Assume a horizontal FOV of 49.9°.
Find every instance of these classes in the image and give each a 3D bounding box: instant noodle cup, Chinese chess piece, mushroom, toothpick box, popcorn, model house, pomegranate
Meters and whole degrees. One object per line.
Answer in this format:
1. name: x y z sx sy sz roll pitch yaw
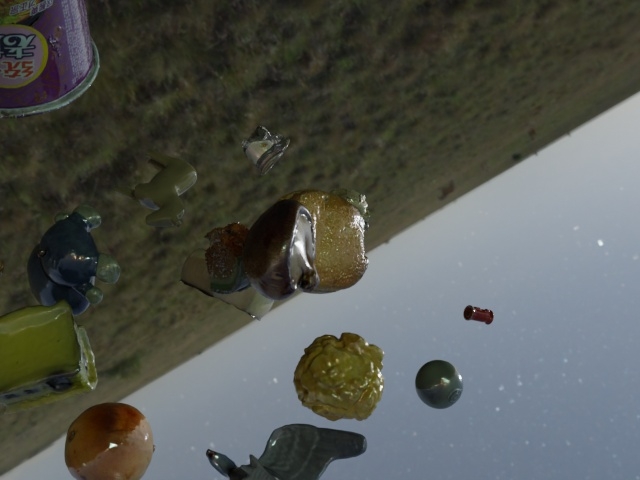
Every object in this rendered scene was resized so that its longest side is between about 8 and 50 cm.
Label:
1. instant noodle cup: -0.534 -0.404 1.117 0.340 0.340 0.266 -28 158 -33
2. Chinese chess piece: -0.243 0.115 1.813 0.104 0.257 0.257 -63 -178 -8
3. mushroom: -0.085 0.019 1.399 0.138 0.194 0.231 -14 -177 14
4. toothpick box: 0.470 0.221 2.039 0.083 0.047 0.047 14 156 -25
5. popcorn: 0.039 0.261 1.312 0.180 0.180 0.170 -31 177 21
6. model house: -0.574 0.251 1.422 0.194 0.174 0.234 -16 158 -12
7. pomegranate: -0.451 0.444 1.472 0.191 0.191 0.191 -30 178 -1

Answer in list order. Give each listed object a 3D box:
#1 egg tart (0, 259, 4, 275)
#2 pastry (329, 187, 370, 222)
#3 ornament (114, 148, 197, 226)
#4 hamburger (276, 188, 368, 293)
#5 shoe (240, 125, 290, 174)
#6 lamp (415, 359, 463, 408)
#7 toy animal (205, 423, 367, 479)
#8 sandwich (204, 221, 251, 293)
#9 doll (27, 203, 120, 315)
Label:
1. egg tart: -0.700 -0.004 1.126 0.352 0.149 0.352 0 157 0
2. pastry: 0.078 -0.093 2.247 0.166 0.166 0.088 -31 -153 20
3. ornament: -0.408 -0.127 1.761 0.230 0.245 0.061 -49 151 -39
4. hamburger: 0.000 0.000 1.876 0.314 0.289 0.170 8 166 -37
5. shoe: -0.140 -0.225 1.665 0.089 0.092 0.180 -48 -170 23
6. lamp: 0.253 0.306 1.466 0.105 0.105 0.105 -30 178 -1
7. toy animal: -0.056 0.319 0.867 0.239 0.256 0.176 -55 157 -14
8. sandwich: -0.195 0.044 1.558 0.079 0.159 0.235 -37 -166 -37
9. doll: -0.550 0.060 1.506 0.154 0.228 0.258 -17 160 -34
